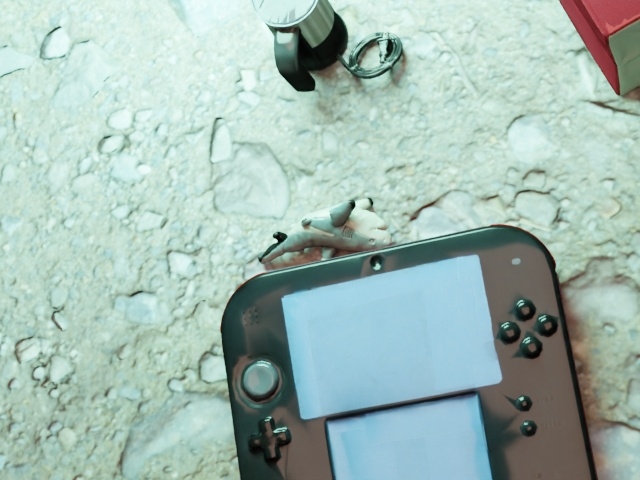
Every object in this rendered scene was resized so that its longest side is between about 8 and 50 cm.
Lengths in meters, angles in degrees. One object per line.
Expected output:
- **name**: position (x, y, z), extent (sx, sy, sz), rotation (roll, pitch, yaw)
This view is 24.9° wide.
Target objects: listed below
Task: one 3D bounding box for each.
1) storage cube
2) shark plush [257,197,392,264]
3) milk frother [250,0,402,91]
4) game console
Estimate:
- **storage cube**: position (0.356, -0.308, 1.584), extent (0.215, 0.183, 0.193), rotation (-28, 69, 6)
- **shark plush**: position (0.000, 0.000, 1.663), extent (0.161, 0.073, 0.067), rotation (-16, 88, 9)
- **milk frother**: position (0.010, -0.251, 1.692), extent (0.143, 0.135, 0.129), rotation (-18, 71, 10)
- **game console**: position (0.089, 0.175, 1.588), extent (0.386, 0.060, 0.342), rotation (-12, 71, 13)
